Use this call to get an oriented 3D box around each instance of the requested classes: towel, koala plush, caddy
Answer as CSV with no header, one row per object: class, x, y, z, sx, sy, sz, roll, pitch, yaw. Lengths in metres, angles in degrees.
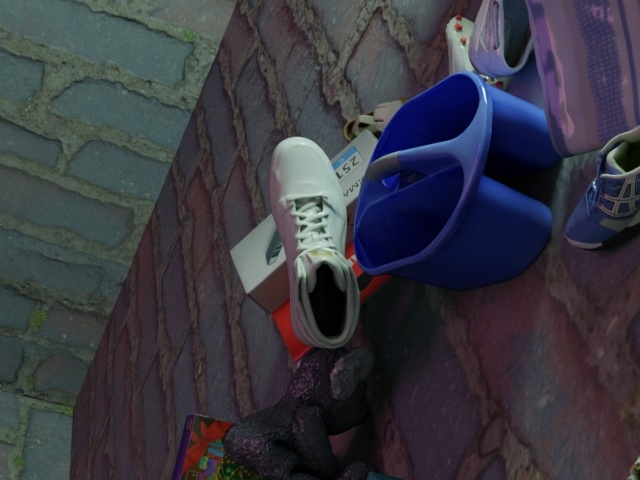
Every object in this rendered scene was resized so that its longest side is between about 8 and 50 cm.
towel,0.313,-0.210,1.188,0.285,0.034,0.209,162,99,-66
koala plush,-0.007,0.243,1.601,0.221,0.203,0.196,-64,18,-11
caddy,0.149,-0.069,1.416,0.341,0.179,0.241,156,130,-66

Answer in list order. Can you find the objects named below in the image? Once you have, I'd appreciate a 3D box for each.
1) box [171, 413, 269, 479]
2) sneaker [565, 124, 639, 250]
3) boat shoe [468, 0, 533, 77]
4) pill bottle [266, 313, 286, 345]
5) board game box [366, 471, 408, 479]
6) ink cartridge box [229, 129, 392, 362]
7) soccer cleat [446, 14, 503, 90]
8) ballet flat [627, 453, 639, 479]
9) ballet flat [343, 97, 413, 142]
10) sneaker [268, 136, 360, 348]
box,-0.139,0.431,1.752,0.057,0.201,0.293,157,127,-67
sneaker,0.301,-0.063,1.131,0.211,0.081,0.080,127,151,-48
boat shoe,0.268,-0.344,1.459,0.096,0.098,0.277,-150,68,-70
pill bottle,-0.034,0.064,1.875,0.245,0.136,0.136,-112,43,-61
board game box,0.101,0.438,1.262,0.336,0.079,0.253,-153,81,-71
ink cartridge box,0.016,-0.001,1.679,0.296,0.066,0.261,-42,32,7
soccer cleat,0.204,-0.241,1.588,0.196,0.068,0.076,-97,27,-45
ballet flat,0.324,0.127,0.910,0.091,0.077,0.240,-119,49,-66
ballet flat,0.102,-0.182,1.806,0.232,0.073,0.080,160,124,-67
sneaker,0.000,0.000,1.504,0.169,0.108,0.292,172,89,-81
